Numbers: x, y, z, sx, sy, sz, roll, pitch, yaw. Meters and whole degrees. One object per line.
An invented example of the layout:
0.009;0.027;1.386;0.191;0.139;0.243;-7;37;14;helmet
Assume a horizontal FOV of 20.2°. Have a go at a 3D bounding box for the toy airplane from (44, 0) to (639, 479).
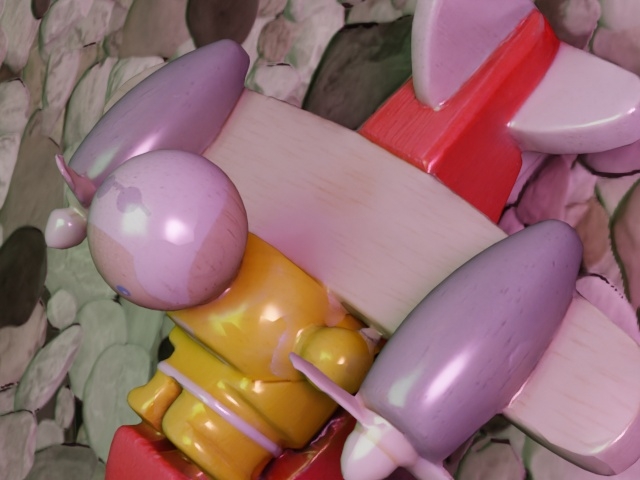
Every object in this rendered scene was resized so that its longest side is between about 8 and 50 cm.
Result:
0.000;0.000;1.005;0.386;0.272;0.384;-27;55;39;toy airplane
